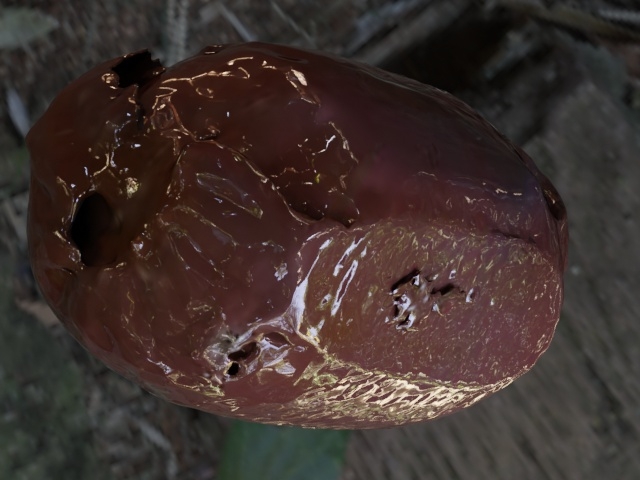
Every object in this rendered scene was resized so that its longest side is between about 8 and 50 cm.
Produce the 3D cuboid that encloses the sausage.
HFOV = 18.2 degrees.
[{"bbox_3d":[0.000,0.000,0.802,0.152,0.152,0.280,-54,152,14],"label":"sausage"}]
